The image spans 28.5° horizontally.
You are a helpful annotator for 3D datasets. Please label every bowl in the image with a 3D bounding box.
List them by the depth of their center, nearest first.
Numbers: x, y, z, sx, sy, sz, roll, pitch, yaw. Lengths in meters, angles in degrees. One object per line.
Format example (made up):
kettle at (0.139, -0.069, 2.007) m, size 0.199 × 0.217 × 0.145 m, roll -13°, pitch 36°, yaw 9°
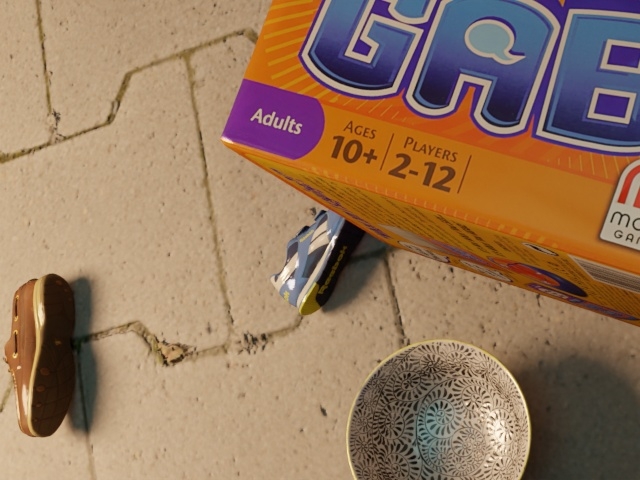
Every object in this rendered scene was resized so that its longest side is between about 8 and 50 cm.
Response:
bowl at (0.115, 0.179, 1.130) m, size 0.170 × 0.080 × 0.170 m, roll -7°, pitch 72°, yaw 21°

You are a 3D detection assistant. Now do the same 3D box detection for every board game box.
board game box at (0.203, -0.149, 1.018) m, size 0.356 × 0.356 × 0.356 m, roll 18°, pitch 85°, yaw 26°

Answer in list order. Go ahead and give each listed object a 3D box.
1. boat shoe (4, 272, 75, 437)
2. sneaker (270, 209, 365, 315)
boat shoe at (-0.303, 0.125, 1.346) m, size 0.060 × 0.064 × 0.178 m, roll -13°, pitch 66°, yaw 26°
sneaker at (0.000, 0.000, 1.243) m, size 0.059 × 0.053 × 0.144 m, roll 31°, pitch 90°, yaw 29°
